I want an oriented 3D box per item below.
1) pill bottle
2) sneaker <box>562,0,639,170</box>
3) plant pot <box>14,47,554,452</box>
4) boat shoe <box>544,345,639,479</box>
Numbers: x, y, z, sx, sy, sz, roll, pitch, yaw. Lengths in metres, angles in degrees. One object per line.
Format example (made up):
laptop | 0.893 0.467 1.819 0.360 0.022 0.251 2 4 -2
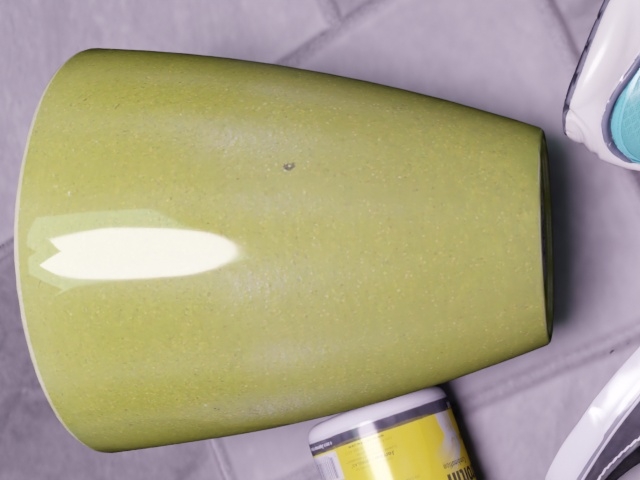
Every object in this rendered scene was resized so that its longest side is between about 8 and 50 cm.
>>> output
pill bottle | 0.066 0.199 0.770 0.103 0.103 0.184 -24 79 28
sneaker | 0.240 -0.172 0.683 0.110 0.107 0.275 21 107 9
plant pot | 0.000 0.000 0.739 0.294 0.275 0.274 -3 89 14
boat shoe | 0.232 0.090 0.692 0.076 0.080 0.228 44 103 24
